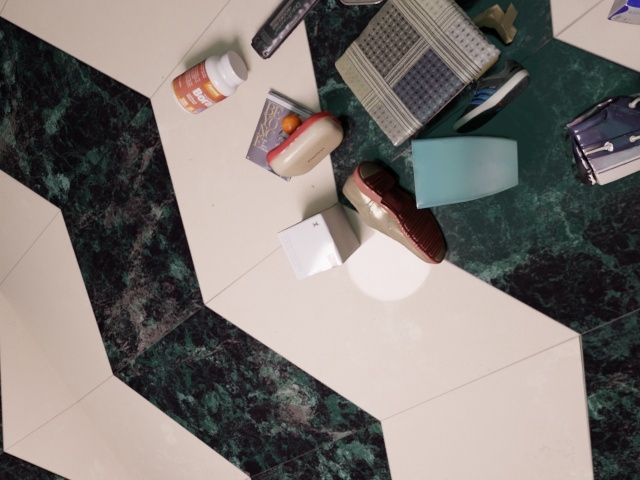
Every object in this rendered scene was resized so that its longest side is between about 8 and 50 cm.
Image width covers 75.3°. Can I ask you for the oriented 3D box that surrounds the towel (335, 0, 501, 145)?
[{"bbox_3d":[0.218,-0.446,1.023,0.312,0.056,0.324,-42,67,30],"label":"towel"}]

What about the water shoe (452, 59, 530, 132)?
[{"bbox_3d":[0.407,-0.349,1.019,0.203,0.073,0.080,-37,62,26],"label":"water shoe"}]

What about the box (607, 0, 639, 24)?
[{"bbox_3d":[0.659,-0.521,0.828,0.072,0.126,0.137,21,111,14],"label":"box"}]

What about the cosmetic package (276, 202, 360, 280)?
[{"bbox_3d":[0.000,0.000,1.199,0.151,0.183,0.151,-23,94,25],"label":"cosmetic package"}]

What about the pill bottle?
[{"bbox_3d":[-0.329,-0.473,1.239,0.216,0.121,0.121,-18,97,25],"label":"pill bottle"}]

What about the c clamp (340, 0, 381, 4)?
[{"bbox_3d":[0.103,-0.681,1.065,0.160,0.022,0.137,16,109,18],"label":"c clamp"}]

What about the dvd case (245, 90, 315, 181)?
[{"bbox_3d":[-0.124,-0.313,1.257,0.164,0.018,0.221,30,113,12],"label":"dvd case"}]

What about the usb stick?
[{"bbox_3d":[-0.084,-0.624,1.143,0.278,0.045,0.077,-39,95,26],"label":"usb stick"}]

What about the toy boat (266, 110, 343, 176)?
[{"bbox_3d":[-0.060,-0.290,1.169,0.231,0.151,0.151,-39,72,19],"label":"toy boat"}]

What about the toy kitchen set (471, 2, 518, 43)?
[{"bbox_3d":[0.414,-0.516,0.985,0.083,0.075,0.068,35,76,-25],"label":"toy kitchen set"}]

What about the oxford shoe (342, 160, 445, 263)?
[{"bbox_3d":[0.205,-0.063,1.160,0.348,0.123,0.130,49,144,1],"label":"oxford shoe"}]

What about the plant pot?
[{"bbox_3d":[0.355,-0.182,1.028,0.234,0.166,0.166,-4,103,16],"label":"plant pot"}]

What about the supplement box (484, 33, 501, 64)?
[{"bbox_3d":[0.377,-0.431,0.988,0.083,0.083,0.056,-43,84,26],"label":"supplement box"}]

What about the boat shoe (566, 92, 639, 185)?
[{"bbox_3d":[0.709,-0.258,0.875,0.340,0.127,0.158,-28,100,26],"label":"boat shoe"}]
